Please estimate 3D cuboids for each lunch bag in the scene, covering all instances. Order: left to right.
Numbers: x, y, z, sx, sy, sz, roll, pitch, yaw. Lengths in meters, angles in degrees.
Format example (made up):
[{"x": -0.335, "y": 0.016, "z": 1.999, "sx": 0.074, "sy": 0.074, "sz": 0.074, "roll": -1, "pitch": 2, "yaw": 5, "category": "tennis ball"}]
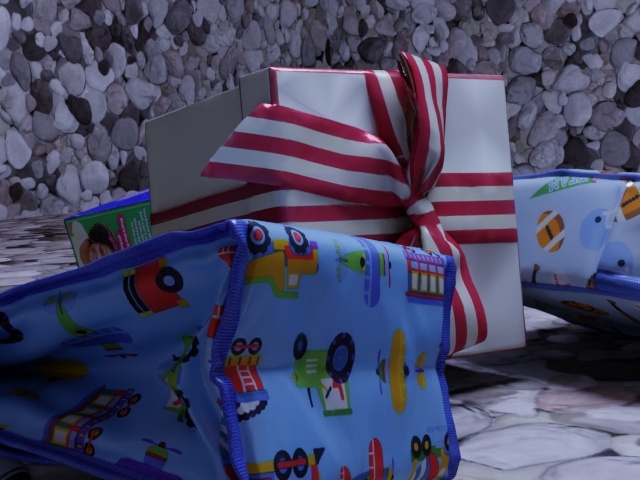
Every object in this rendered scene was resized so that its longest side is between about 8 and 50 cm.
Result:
[{"x": -0.099, "y": 0.072, "z": 0.638, "sx": 0.293, "sy": 0.138, "sz": 0.221, "roll": -4, "pitch": -7, "yaw": 32, "category": "lunch bag"}, {"x": 0.272, "y": 0.027, "z": 0.950, "sx": 0.243, "sy": 0.115, "sz": 0.303, "roll": 22, "pitch": -5, "yaw": -31, "category": "lunch bag"}]

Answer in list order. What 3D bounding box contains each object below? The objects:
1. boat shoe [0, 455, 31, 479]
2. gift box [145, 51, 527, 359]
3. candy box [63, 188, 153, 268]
[{"x": -0.165, "y": 0.141, "z": 0.540, "sx": 0.040, "sy": 0.049, "sz": 0.142, "roll": 34, "pitch": 1, "yaw": 3, "category": "boat shoe"}, {"x": 0.000, "y": 0.000, "z": 0.893, "sx": 0.276, "sy": 0.255, "sz": 0.258, "roll": -10, "pitch": 1, "yaw": -34, "category": "gift box"}, {"x": -0.103, "y": -0.028, "z": 1.316, "sx": 0.268, "sy": 0.122, "sz": 0.317, "roll": -23, "pitch": 8, "yaw": -41, "category": "candy box"}]
